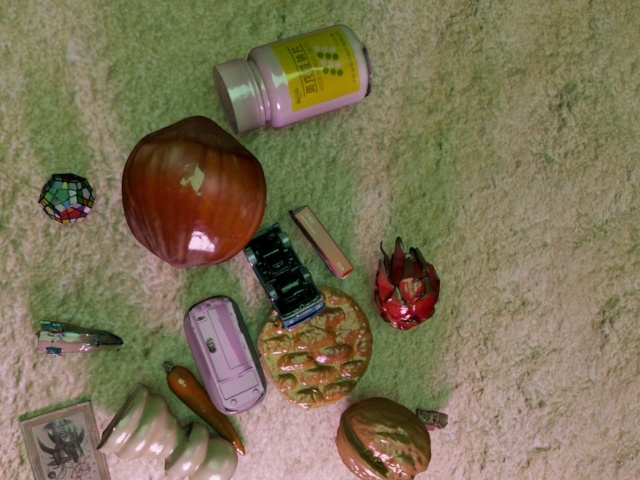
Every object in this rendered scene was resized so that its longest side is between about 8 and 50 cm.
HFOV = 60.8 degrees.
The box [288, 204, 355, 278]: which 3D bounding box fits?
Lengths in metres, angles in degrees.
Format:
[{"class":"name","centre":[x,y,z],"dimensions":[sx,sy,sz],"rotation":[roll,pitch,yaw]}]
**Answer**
[{"class":"box","centre":[0.000,-0.001,1.492],"dimensions":[0.050,0.123,0.229],"rotation":[-37,96,-8]}]

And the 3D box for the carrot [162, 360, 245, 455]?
[{"class":"carrot","centre":[-0.299,0.441,1.429],"dimensions":[0.069,0.069,0.336],"rotation":[-41,99,-12]}]

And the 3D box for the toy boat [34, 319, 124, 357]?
[{"class":"toy boat","centre":[-0.605,0.252,1.372],"dimensions":[0.210,0.066,0.084],"rotation":[8,97,-24]}]

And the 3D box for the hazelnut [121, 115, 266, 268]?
[{"class":"hazelnut","centre":[-0.313,-0.116,1.332],"dimensions":[0.373,0.315,0.372],"rotation":[-1,84,12]}]

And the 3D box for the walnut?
[{"class":"walnut","centre":[0.162,0.531,1.452],"dimensions":[0.257,0.257,0.224],"rotation":[30,117,-10]}]

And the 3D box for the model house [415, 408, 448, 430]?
[{"class":"model house","centre":[0.317,0.520,1.569],"dimensions":[0.083,0.057,0.058],"rotation":[12,80,-14]}]

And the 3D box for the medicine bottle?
[{"class":"medicine bottle","centre":[-0.076,-0.425,1.452],"dimensions":[0.379,0.213,0.213],"rotation":[-21,92,-13]}]

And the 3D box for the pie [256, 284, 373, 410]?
[{"class":"pie","centre":[-0.011,0.286,1.497],"dimensions":[0.340,0.083,0.339],"rotation":[1,85,-11]}]

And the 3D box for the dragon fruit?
[{"class":"dragon fruit","centre":[0.233,0.121,1.495],"dimensions":[0.192,0.193,0.274],"rotation":[-23,121,-54]}]

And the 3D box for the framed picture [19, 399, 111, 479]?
[{"class":"framed picture","centre":[-0.637,0.537,1.370],"dimensions":[0.173,0.010,0.231],"rotation":[-16,90,-13]}]

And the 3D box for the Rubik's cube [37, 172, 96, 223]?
[{"class":"Rubik's cube","centre":[-0.629,-0.105,1.356],"dimensions":[0.112,0.133,0.133],"rotation":[28,80,-37]}]

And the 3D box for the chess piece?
[{"class":"chess piece","centre":[-0.362,0.512,1.363],"dimensions":[0.330,0.182,0.182],"rotation":[34,80,-14]}]

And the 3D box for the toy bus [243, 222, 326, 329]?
[{"class":"toy bus","centre":[-0.095,0.098,1.406],"dimensions":[0.128,0.147,0.256],"rotation":[-28,62,-9]}]

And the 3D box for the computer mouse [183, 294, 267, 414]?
[{"class":"computer mouse","centre":[-0.249,0.299,1.438],"dimensions":[0.158,0.072,0.310],"rotation":[-21,86,-21]}]
